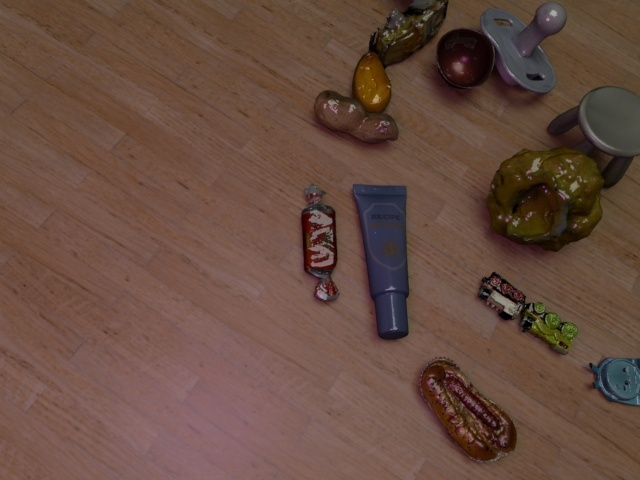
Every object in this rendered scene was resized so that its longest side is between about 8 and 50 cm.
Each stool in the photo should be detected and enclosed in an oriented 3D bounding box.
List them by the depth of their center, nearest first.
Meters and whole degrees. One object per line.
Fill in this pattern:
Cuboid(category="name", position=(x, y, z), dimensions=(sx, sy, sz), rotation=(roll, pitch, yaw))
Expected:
Cuboid(category="stool", position=(0.704, -0.260, 1.549), dimensions=(0.195, 0.199, 0.195), rotation=(7, 71, -4))

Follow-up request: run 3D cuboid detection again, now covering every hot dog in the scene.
Cuboid(category="hot dog", position=(0.314, 0.367, 1.326), dimensions=(0.131, 0.069, 0.253), rotation=(-38, 77, -18))

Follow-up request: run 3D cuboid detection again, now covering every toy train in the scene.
Cuboid(category="toy train", position=(0.481, 0.169, 1.432), dimensions=(0.249, 0.053, 0.085), rotation=(35, 75, 6))

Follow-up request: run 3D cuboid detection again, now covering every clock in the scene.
Cuboid(category="clock", position=(0.684, 0.320, 1.406), dimensions=(0.147, 0.045, 0.108), rotation=(6, 67, -5))

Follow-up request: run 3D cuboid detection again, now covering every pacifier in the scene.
Cuboid(category="pacifier", position=(0.565, -0.534, 1.623), dimensions=(0.238, 0.226, 0.287), rotation=(-9, 71, -31))

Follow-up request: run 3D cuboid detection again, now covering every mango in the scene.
Cuboid(category="mango", position=(0.132, -0.404, 1.592), dimensions=(0.101, 0.066, 0.188), rotation=(-6, 77, 2))

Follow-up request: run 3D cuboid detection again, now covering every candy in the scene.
Cuboid(category="candy", position=(-0.001, 0.000, 1.429), dimensions=(0.086, 0.059, 0.292), rotation=(-1, 69, -4))

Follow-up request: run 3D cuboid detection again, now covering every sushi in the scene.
Cuboid(category="sushi", position=(0.246, -0.590, 1.647), dimensions=(0.291, 0.139, 0.131), rotation=(-37, 70, -17))

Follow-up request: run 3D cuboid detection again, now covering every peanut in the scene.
Cuboid(category="peanut", position=(0.090, -0.302, 1.532), dimensions=(0.227, 0.104, 0.086), rotation=(25, 61, 0))

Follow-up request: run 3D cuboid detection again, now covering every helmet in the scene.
Cuboid(category="helmet", position=(0.379, -0.462, 1.628), dimensions=(0.155, 0.106, 0.175), rotation=(-11, 74, -1))

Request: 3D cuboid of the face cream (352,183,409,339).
Cuboid(category="face cream", position=(0.153, 0.036, 1.426), dimensions=(0.135, 0.086, 0.385), rotation=(1, 65, -7))

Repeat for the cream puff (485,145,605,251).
Cuboid(category="cream puff", position=(0.515, -0.080, 1.416), dimensions=(0.281, 0.282, 0.185), rotation=(20, 50, 1))
